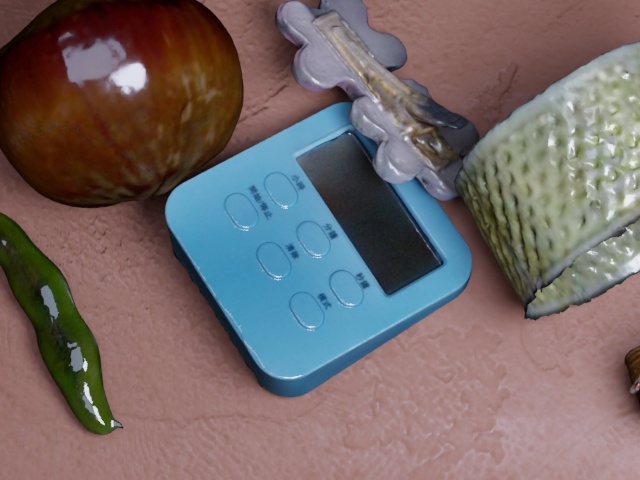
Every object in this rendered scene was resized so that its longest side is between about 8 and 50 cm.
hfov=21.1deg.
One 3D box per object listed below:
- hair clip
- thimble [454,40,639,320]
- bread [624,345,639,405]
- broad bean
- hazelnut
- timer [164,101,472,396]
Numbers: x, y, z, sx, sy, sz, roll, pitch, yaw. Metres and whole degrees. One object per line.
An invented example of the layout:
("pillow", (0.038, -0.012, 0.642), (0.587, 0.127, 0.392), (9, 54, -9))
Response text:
("hair clip", (0.060, -0.148, 1.695), (0.257, 0.075, 0.146), (45, 50, 16))
("thimble", (0.268, -0.056, 1.590), (0.270, 0.271, 0.150), (-29, 75, -4))
("bread", (0.363, 0.117, 1.596), (0.160, 0.160, 0.073), (-14, 79, -1))
("broad bean", (-0.273, 0.061, 1.698), (0.060, 0.043, 0.297), (-33, 76, 6))
("hazelnut", (-0.190, -0.143, 1.658), (0.251, 0.217, 0.217), (-23, 75, -31))
("timer", (0.000, 0.000, 1.677), (0.250, 0.091, 0.232), (-32, 77, -11))
